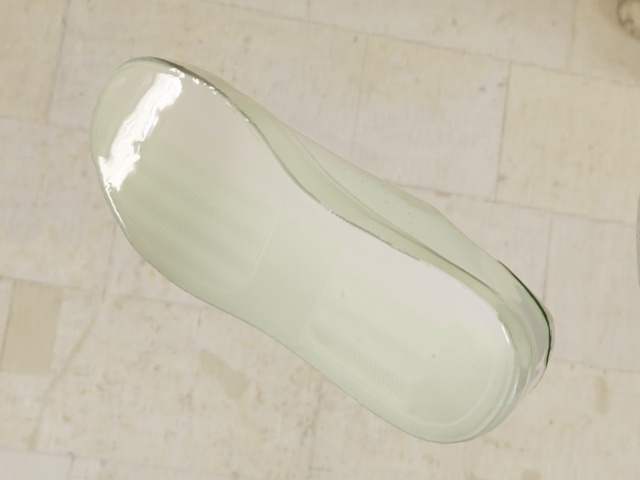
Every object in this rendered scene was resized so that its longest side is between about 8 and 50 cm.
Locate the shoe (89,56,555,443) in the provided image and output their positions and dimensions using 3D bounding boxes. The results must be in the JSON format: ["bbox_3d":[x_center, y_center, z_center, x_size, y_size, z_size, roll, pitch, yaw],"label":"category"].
[{"bbox_3d":[0.000,0.000,0.481,0.265,0.095,0.110,39,20,27],"label":"shoe"}]

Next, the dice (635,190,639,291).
[{"bbox_3d":[0.358,0.012,0.496,0.277,0.304,0.304,-8,-43,-20],"label":"dice"}]
